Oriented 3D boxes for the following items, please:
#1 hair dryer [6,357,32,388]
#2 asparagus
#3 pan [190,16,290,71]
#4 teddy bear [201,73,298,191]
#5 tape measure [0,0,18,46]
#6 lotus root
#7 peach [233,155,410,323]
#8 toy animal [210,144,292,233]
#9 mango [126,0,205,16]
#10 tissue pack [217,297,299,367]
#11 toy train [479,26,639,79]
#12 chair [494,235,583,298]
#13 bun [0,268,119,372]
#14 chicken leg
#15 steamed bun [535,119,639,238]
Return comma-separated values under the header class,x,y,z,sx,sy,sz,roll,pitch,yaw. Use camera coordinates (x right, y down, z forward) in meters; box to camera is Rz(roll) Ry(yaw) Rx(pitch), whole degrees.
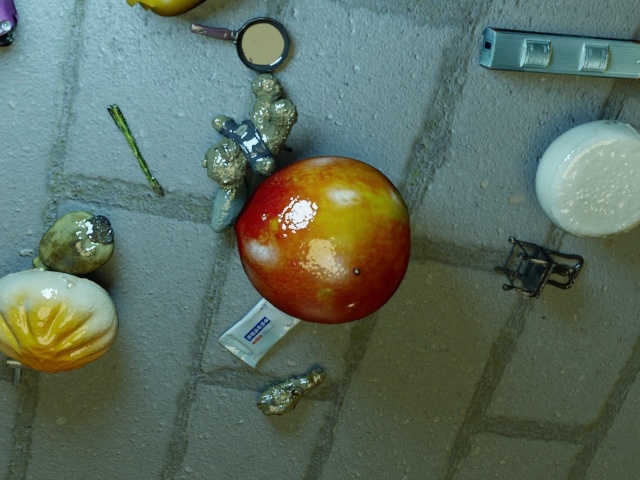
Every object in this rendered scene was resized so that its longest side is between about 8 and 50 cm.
class,x,y,z,sx,sy,sz,roll,pitch,yaw
hair dryer,-0.731,0.321,1.909,0.063,0.037,0.114,10,122,-15
asparagus,-0.398,-0.191,1.707,0.022,0.023,0.232,3,128,41
pan,-0.166,-0.414,1.616,0.212,0.040,0.114,9,116,-21
teddy bear,-0.139,-0.215,1.678,0.251,0.182,0.129,-45,147,8
tape measure,-0.688,-0.452,1.453,0.232,0.149,0.245,-21,118,3
lotus root,-0.548,0.013,1.730,0.214,0.138,0.138,-23,119,17
peach,0.000,0.000,1.667,0.389,0.388,0.388,-4,117,-7
toy animal,-0.172,-0.127,1.759,0.252,0.070,0.079,-55,148,5
mango,-0.247,-0.534,1.465,0.287,0.201,0.153,-34,137,21
tissue pack,-0.149,0.220,1.952,0.123,0.026,0.193,38,105,-23
toy train,0.554,-0.403,1.715,0.410,0.089,0.086,2,111,-10
chair,0.560,0.079,1.952,0.229,0.113,0.106,14,115,-12
bun,-0.598,0.199,1.737,0.299,0.164,0.298,-2,143,-2
chicken leg,-0.070,0.391,2.037,0.198,0.069,0.084,-32,94,0
steamed bun,0.629,-0.148,1.803,0.283,0.177,0.282,-1,116,-2
